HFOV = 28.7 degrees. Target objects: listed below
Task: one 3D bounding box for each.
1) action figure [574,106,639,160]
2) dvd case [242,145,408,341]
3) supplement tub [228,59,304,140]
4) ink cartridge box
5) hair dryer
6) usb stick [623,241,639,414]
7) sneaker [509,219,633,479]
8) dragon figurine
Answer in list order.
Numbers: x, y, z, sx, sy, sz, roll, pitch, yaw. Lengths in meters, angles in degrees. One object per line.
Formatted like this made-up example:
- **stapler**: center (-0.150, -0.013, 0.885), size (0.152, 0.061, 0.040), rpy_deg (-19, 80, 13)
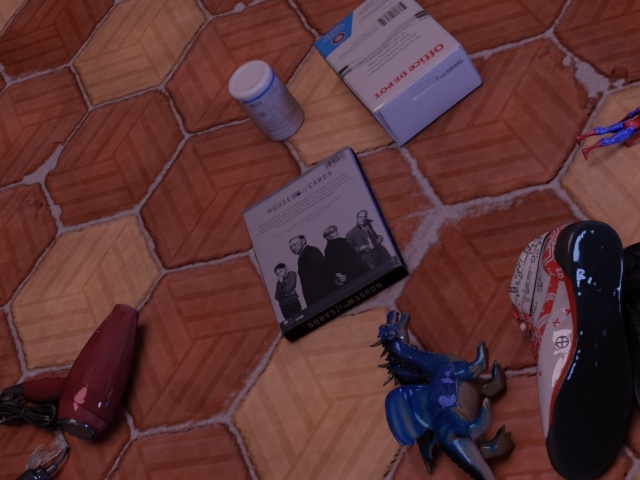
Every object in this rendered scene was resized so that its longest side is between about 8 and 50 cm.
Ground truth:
- **action figure**: center (0.366, -0.134, 1.503), size (0.115, 0.030, 0.038), rpy_deg (-24, 52, 9)
- **dvd case**: center (0.000, 0.000, 1.643), size (0.179, 0.029, 0.238), rpy_deg (-31, 45, 10)
- **supplement tub**: center (-0.078, -0.201, 1.795), size (0.071, 0.107, 0.071), rpy_deg (-17, 49, 22)
- **ink cartridge box**: center (0.104, -0.246, 1.723), size (0.148, 0.086, 0.203), rpy_deg (-38, 45, 4)
- **hair dryer**: center (-0.355, 0.197, 1.692), size (0.293, 0.080, 0.223), rpy_deg (-42, 44, -2)
- **usb stick**: center (0.354, 0.121, 1.301), size (0.077, 0.045, 0.278), rpy_deg (-28, 45, 24)
- **sneaker**: center (0.263, 0.116, 1.343), size (0.145, 0.090, 0.270), rpy_deg (162, 111, -76)
- **dragon figurine**: center (0.127, 0.197, 1.364), size (0.144, 0.085, 0.289), rpy_deg (-19, 48, 21)
